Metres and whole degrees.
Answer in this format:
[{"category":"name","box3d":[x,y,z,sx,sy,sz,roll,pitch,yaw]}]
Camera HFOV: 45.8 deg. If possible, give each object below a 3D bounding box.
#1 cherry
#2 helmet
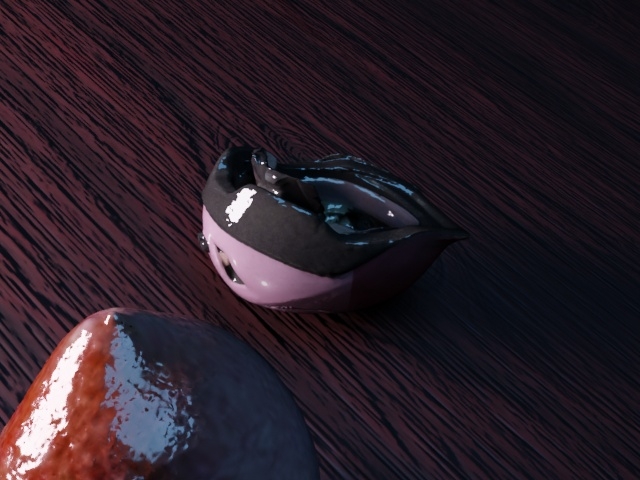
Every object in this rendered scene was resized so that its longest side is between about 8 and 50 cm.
[{"category":"cherry","box3d":[-0.097,0.163,0.474,0.239,0.239,0.206,-28,69,-41]},{"category":"helmet","box3d":[0.000,0.000,0.750,0.253,0.154,0.198,18,18,-31]}]
